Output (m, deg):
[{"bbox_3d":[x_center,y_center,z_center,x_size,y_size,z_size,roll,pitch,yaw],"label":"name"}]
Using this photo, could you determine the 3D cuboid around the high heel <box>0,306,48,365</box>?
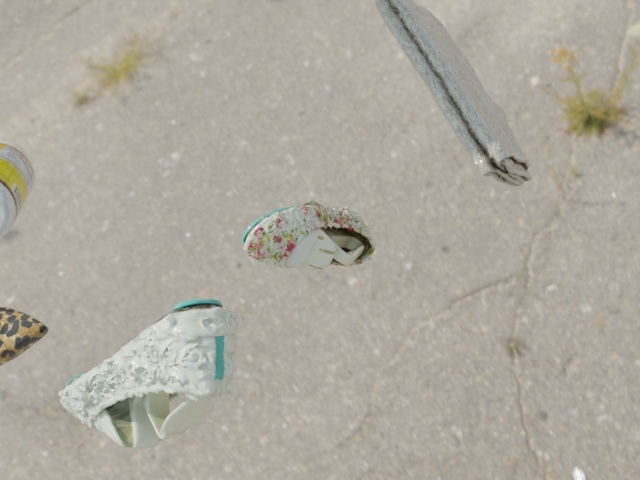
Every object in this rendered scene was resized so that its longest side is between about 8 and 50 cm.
[{"bbox_3d":[-0.550,0.133,1.629,0.261,0.186,0.093,-7,74,17],"label":"high heel"}]

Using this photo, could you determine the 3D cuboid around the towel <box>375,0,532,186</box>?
[{"bbox_3d":[0.173,-0.194,1.405,0.049,0.187,0.282,-34,78,16],"label":"towel"}]

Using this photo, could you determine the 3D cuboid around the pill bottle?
[{"bbox_3d":[-0.531,-0.087,1.798,0.117,0.117,0.215,-23,23,8],"label":"pill bottle"}]

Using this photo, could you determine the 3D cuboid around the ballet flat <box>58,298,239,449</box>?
[{"bbox_3d":[-0.224,0.195,1.410,0.409,0.147,0.147,-36,29,53],"label":"ballet flat"}]

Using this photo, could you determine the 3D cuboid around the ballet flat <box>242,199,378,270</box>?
[{"bbox_3d":[0.000,0.000,1.359,0.077,0.241,0.091,42,114,21],"label":"ballet flat"}]
